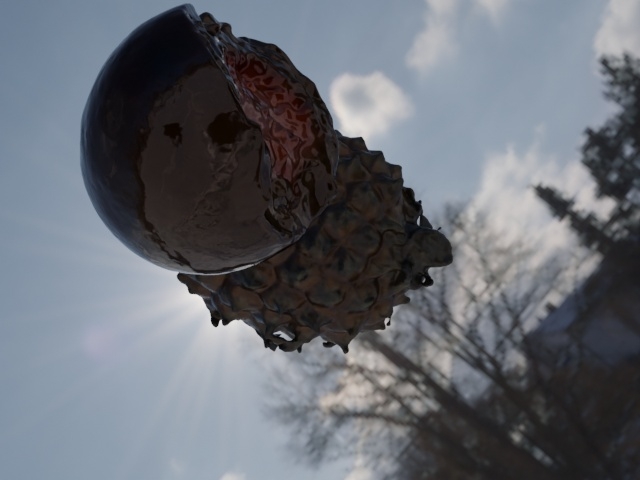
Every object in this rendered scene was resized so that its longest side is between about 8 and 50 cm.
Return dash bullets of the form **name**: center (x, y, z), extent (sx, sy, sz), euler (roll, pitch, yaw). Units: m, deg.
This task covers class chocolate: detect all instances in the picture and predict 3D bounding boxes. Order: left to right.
- **chocolate**: center (-0.054, -0.052, 0.570), extent (0.127, 0.124, 0.133), euler (-45, -38, -11)

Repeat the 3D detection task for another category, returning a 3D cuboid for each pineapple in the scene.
- **pineapple**: center (0.000, 0.000, 0.863), extent (0.166, 0.193, 0.166), euler (6, -90, -70)
